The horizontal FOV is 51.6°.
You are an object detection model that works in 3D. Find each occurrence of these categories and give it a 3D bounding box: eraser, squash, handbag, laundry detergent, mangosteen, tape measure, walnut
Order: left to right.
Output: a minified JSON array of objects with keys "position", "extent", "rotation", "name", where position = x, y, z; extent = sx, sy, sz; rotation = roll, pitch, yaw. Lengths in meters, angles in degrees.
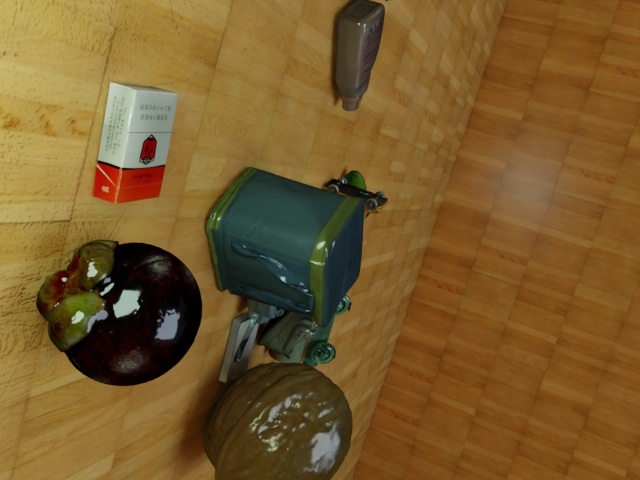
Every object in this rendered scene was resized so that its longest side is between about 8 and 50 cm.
[{"position":[-0.257,0.090,0.867],"extent":[0.210,0.210,0.210],"rotation":[-55,157,-39],"name":"mangosteen"},{"position":[-0.179,0.237,1.490],"extent":[0.104,0.023,0.150],"rotation":[-18,126,-67],"name":"eraser"},{"position":[-0.137,0.133,1.390],"extent":[0.330,0.084,0.164],"rotation":[-44,146,-62],"name":"tape measure"},{"position":[-0.096,0.422,1.459],"extent":[0.333,0.333,0.333],"rotation":[-55,157,-39],"name":"walnut"},{"position":[-0.058,0.011,1.262],"extent":[0.222,0.241,0.263],"rotation":[-57,158,-37],"name":"handbag"},{"position":[0.073,-0.050,1.830],"extent":[0.082,0.082,0.292],"rotation":[-30,137,-63],"name":"squash"},{"position":[0.094,-0.427,1.516],"extent":[0.171,0.076,0.237],"rotation":[-55,156,-41],"name":"laundry detergent"}]

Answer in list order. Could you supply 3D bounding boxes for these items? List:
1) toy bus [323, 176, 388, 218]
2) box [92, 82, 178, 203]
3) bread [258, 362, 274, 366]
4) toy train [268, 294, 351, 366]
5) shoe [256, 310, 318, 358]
[{"position":[0.087,-0.102,1.692],"extent":[0.069,0.162,0.074],"rotation":[-43,150,-55],"name":"toy bus"},{"position":[-0.247,-0.130,0.888],"extent":[0.100,0.048,0.152],"rotation":[-19,129,-65],"name":"box"},{"position":[-0.155,0.414,1.697],"extent":[0.286,0.056,0.207],"rotation":[-38,145,-61],"name":"bread"},{"position":[-0.035,0.196,1.660],"extent":[0.116,0.177,0.285],"rotation":[-110,-149,-58],"name":"toy train"},{"position":[-0.038,0.176,1.541],"extent":[0.275,0.098,0.103],"rotation":[-46,-170,33],"name":"shoe"}]
